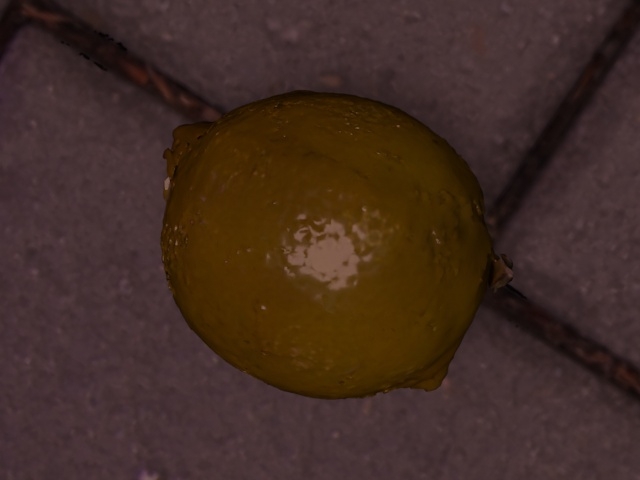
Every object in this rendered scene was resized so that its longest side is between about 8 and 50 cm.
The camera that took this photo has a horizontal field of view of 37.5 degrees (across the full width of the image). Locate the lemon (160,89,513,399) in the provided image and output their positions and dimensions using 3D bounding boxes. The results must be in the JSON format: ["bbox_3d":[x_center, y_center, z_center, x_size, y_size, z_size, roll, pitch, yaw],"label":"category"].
[{"bbox_3d":[0.000,0.000,0.531,0.206,0.173,0.174,30,102,8],"label":"lemon"}]
